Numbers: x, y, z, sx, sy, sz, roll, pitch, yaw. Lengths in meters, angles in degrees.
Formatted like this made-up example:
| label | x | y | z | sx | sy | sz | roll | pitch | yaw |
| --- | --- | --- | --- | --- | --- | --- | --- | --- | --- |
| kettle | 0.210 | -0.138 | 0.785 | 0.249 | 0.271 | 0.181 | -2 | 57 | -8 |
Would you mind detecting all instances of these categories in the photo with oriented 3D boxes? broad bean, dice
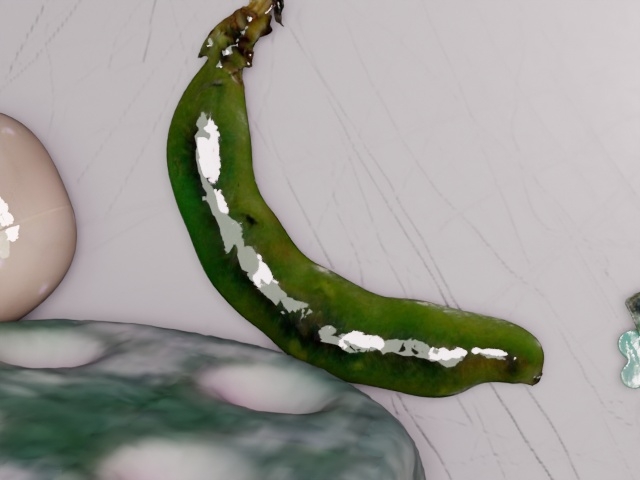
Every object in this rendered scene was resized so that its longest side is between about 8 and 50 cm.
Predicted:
| label | x | y | z | sx | sy | sz | roll | pitch | yaw |
| --- | --- | --- | --- | --- | --- | --- | --- | --- | --- |
| broad bean | 0.000 | 0.000 | 0.935 | 0.144 | 0.049 | 0.292 | -38 | 87 | 16 |
| dice | -0.133 | 0.241 | 0.828 | 0.328 | 0.348 | 0.330 | 9 | 102 | 13 |

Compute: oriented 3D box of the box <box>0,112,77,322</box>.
| label | x | y | z | sx | sy | sz | roll | pitch | yaw |
| --- | --- | --- | --- | --- | --- | --- | --- | --- | --- |
| box | -0.252 | 0.001 | 0.974 | 0.200 | 0.088 | 0.146 | -23 | 89 | 15 |

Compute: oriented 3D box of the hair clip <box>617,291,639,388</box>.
| label | x | y | z | sx | sy | sz | roll | pitch | yaw |
| --- | --- | --- | --- | --- | --- | --- | --- | --- | --- |
| hair clip | 0.214 | 0.112 | 0.901 | 0.049 | 0.049 | 0.173 | -25 | 84 | 14 |
